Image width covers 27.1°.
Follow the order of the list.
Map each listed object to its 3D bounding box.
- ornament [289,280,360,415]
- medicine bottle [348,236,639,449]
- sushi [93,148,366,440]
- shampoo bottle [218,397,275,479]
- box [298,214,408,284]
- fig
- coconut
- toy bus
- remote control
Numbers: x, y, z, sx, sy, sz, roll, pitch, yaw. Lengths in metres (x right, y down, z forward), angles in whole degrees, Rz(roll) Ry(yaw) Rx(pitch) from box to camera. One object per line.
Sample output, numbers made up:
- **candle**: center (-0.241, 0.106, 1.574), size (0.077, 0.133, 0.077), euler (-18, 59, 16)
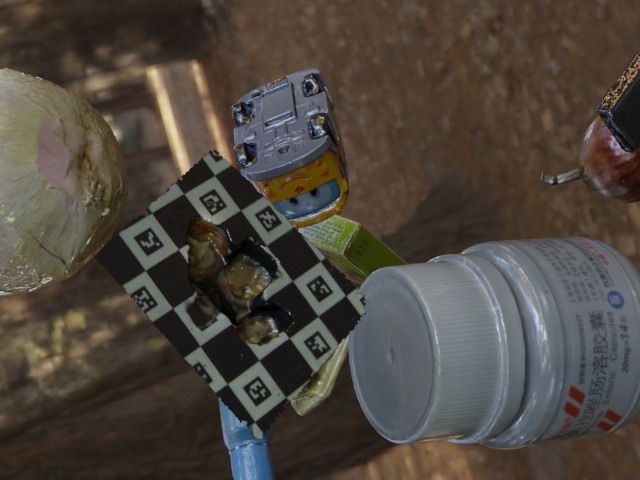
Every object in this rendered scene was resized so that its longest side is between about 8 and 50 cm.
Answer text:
- **ornament**: center (0.010, 0.114, 1.715), size (0.180, 0.059, 0.201), euler (-43, 27, 43)
- **medicine bottle**: center (0.211, 0.121, 1.548), size (0.245, 0.306, 0.245), euler (12, 104, 62)
- **sushi**: center (-0.081, 0.047, 1.179), size (0.210, 0.193, 0.040), euler (47, 141, -4)
- **shampoo bottle**: center (-0.096, 0.190, 1.645), size (0.104, 0.061, 0.258), euler (83, 177, -66)
- **box**: center (0.000, 0.000, 2.140), size (0.260, 0.062, 0.175), euler (22, 169, 40)
- **fig**: center (0.465, -0.121, 2.046), size (0.149, 0.148, 0.202), euler (63, 148, 34)
- **coconut**: center (-0.397, -0.077, 1.742), size (0.254, 0.297, 0.297), euler (-22, 81, 50)
- **toy bus**: center (-0.029, -0.109, 1.657), size (0.209, 0.126, 0.136), euler (-98, -16, -56)
- **remote control**: center (0.347, -0.186, 1.296), size (0.063, 0.245, 0.025), euler (47, 155, -19)
